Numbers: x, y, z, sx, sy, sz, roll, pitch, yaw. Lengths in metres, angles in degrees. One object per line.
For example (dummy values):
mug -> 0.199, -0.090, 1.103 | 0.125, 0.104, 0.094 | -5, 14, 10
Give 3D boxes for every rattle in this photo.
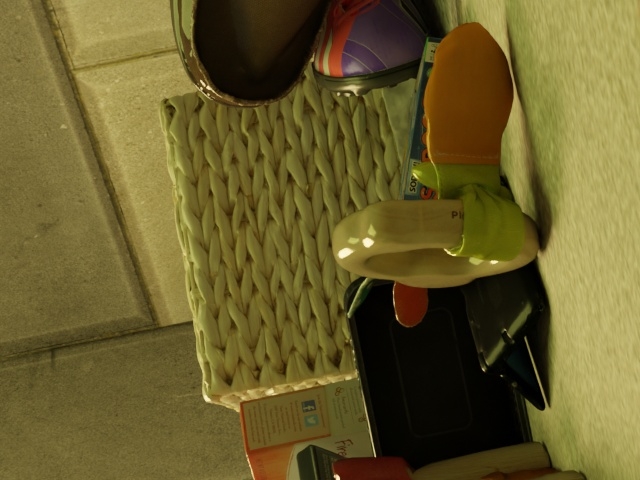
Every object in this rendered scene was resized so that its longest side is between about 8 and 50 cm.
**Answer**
rattle -> 0.062, -0.030, 0.840 | 0.199, 0.130, 0.142 | 87, 166, -79

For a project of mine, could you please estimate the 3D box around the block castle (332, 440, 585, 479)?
block castle -> 0.085, 0.296, 0.771 | 0.453, 0.213, 0.303 | 98, 160, -89

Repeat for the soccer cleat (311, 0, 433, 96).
soccer cleat -> 0.036, -0.217, 1.167 | 0.318, 0.109, 0.116 | -93, -9, -66

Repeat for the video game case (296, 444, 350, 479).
video game case -> 0.097, 0.299, 1.131 | 0.274, 0.026, 0.196 | 26, -142, -36

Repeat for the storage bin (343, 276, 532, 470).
storage bin -> 0.092, 0.110, 1.051 | 0.084, 0.122, 0.180 | 172, 87, -90

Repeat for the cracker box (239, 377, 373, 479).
cracker box -> 0.053, 0.196, 1.217 | 0.155, 0.232, 0.067 | 78, 179, -45

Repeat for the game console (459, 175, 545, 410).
game console -> 0.134, 0.035, 0.889 | 0.122, 0.071, 0.107 | -102, 31, -41

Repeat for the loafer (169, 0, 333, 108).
loafer -> -0.031, -0.258, 1.037 | 0.130, 0.134, 0.366 | -116, 35, -52

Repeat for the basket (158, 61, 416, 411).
basket -> 0.000, 0.000, 1.376 | 0.328, 0.266, 0.331 | 74, -174, -80

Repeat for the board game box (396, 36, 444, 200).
board game box -> 0.081, -0.063, 0.992 | 0.201, 0.035, 0.136 | 81, -163, -84
